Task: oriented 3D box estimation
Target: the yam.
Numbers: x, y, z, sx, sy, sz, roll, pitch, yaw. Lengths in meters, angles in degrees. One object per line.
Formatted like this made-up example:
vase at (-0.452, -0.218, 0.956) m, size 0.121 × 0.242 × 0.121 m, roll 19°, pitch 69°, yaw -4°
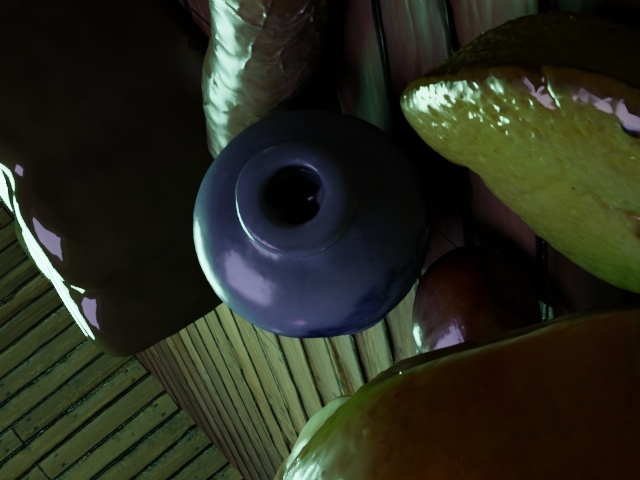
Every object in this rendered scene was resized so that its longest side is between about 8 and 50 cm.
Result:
yam at (-0.033, -0.130, 0.740) m, size 0.081 × 0.081 × 0.357 m, roll 48°, pitch 165°, yaw 14°

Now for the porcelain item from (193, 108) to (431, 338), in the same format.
porcelain item at (0.000, 0.000, 0.823) m, size 0.141 × 0.141 × 0.259 m, roll 48°, pitch 177°, yaw 12°

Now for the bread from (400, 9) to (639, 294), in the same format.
bread at (0.123, -0.035, 0.536) m, size 0.149 × 0.065 × 0.187 m, roll 45°, pitch 165°, yaw -21°

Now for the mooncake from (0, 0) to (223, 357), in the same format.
mooncake at (-0.207, -0.082, 1.137) m, size 0.378 × 0.200 × 0.378 m, roll 47°, pitch 164°, yaw 18°

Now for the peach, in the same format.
peach at (0.093, 0.237, 0.586) m, size 0.242 × 0.306 × 0.381 m, roll -10°, pitch -102°, yaw -60°

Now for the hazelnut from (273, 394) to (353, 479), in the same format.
hazelnut at (0.066, 0.276, 1.206) m, size 0.261 × 0.261 × 0.241 m, roll 42°, pitch -165°, yaw 32°

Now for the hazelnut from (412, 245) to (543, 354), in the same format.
hazelnut at (0.092, 0.046, 0.772) m, size 0.086 × 0.086 × 0.086 m, roll 47°, pitch 165°, yaw 17°
